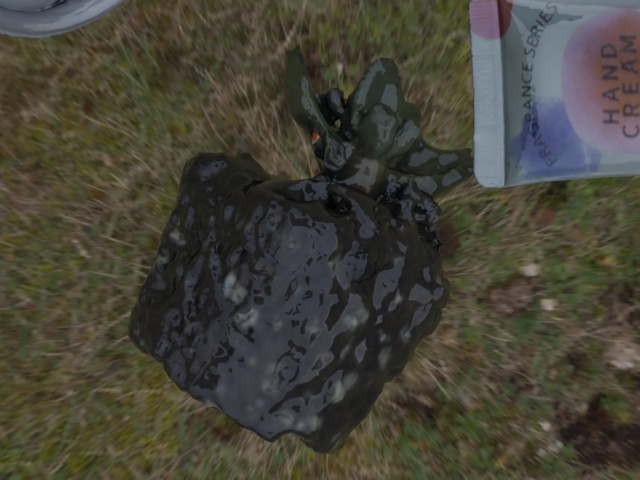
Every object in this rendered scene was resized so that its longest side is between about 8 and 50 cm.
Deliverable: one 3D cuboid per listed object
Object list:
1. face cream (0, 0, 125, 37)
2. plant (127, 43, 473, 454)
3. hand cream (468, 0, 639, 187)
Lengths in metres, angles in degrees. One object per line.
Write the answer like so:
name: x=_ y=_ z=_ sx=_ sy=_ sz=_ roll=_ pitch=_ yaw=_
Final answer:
face cream: x=-0.189 y=-0.230 z=0.910 sx=0.175 sy=0.175 sz=0.195 roll=-46 pitch=58 yaw=-1
plant: x=0.000 y=0.000 z=1.332 sx=0.215 sy=0.213 sz=0.312 roll=29 pitch=96 yaw=-43
hand cream: x=0.241 y=-0.090 z=0.934 sx=0.341 sy=0.078 sz=0.124 roll=2 pitch=100 yaw=29
